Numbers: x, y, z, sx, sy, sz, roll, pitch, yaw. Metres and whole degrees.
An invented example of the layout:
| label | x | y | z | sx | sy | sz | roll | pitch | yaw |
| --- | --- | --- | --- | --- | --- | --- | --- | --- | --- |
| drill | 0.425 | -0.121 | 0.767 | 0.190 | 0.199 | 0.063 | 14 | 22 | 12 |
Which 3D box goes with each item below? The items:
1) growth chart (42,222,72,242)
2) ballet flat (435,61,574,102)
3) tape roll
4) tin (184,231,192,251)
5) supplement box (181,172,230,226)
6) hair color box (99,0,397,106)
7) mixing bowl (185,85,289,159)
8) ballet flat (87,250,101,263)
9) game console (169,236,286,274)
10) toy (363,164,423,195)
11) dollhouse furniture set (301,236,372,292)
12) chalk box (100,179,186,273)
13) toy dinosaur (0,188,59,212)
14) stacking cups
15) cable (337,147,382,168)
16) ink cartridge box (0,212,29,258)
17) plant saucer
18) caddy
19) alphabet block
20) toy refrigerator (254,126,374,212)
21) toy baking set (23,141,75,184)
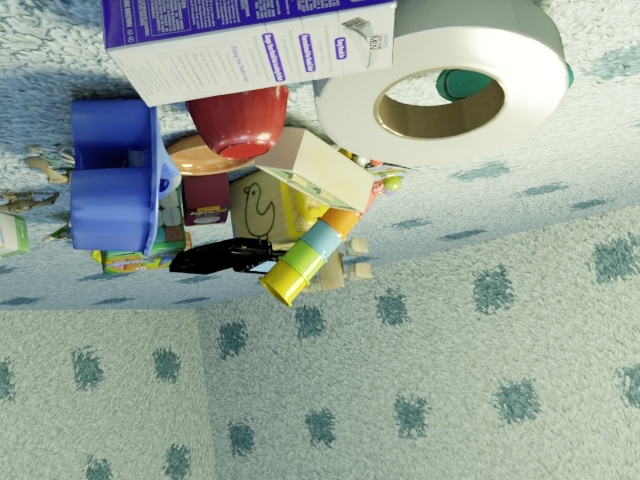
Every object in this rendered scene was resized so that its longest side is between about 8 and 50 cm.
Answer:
| label | x | y | z | sx | sy | sz | roll | pitch | yaw |
| --- | --- | --- | --- | --- | --- | --- | --- | --- | --- |
| growth chart | -0.552 | -0.030 | 1.988 | 0.237 | 0.021 | 0.172 | -5 | -164 | 2 |
| ballet flat | 0.314 | -0.284 | 1.381 | 0.247 | 0.083 | 0.087 | -7 | -166 | -12 |
| tape roll | 0.182 | -0.238 | 1.235 | 0.392 | 0.072 | 0.392 | -2 | 157 | -1 |
| tin | -0.447 | 0.008 | 2.429 | 0.106 | 0.040 | 0.189 | -2 | 169 | -12 |
| supplement box | -0.272 | -0.094 | 1.874 | 0.104 | 0.080 | 0.188 | -6 | 169 | -12 |
| hair color box | -0.081 | -0.270 | 0.988 | 0.339 | 0.110 | 0.185 | -7 | 169 | 2 |
| mixing bowl | -0.136 | -0.199 | 1.363 | 0.181 | 0.098 | 0.181 | -9 | 170 | -2 |
| ballet flat | -0.617 | 0.004 | 2.196 | 0.077 | 0.077 | 0.231 | 17 | 159 | -16 |
| game console | -0.152 | 0.046 | 1.809 | 0.213 | 0.044 | 0.361 | -16 | 165 | 39 |
| toy | 0.157 | -0.147 | 2.026 | 0.137 | 0.056 | 0.237 | -13 | 169 | 31 |
| dollhouse furniture set | 0.006 | 0.022 | 2.303 | 0.212 | 0.242 | 0.161 | -15 | 168 | 31 |
| chalk box | -0.406 | -0.043 | 1.774 | 0.179 | 0.180 | 0.289 | -6 | 168 | -17 |
| toy dinosaur | -0.663 | -0.075 | 1.725 | 0.183 | 0.053 | 0.092 | -7 | 171 | -12 |
| stacking cups | 0.000 | 0.000 | 1.749 | 0.316 | 0.096 | 0.096 | -48 | 179 | -15 |
| cable | 0.095 | -0.199 | 1.609 | 0.139 | 0.072 | 0.287 | -1 | 172 | 0 |
| ink cartridge box | -0.809 | -0.011 | 1.843 | 0.154 | 0.093 | 0.212 | -12 | 171 | 14 |
| plant saucer | -0.224 | -0.176 | 1.588 | 0.200 | 0.037 | 0.200 | -9 | 171 | -1 |
| caddy | -0.325 | -0.105 | 1.332 | 0.179 | 0.241 | 0.341 | 1 | 168 | -16 |
| alphabet block | -0.082 | -0.067 | 1.887 | 0.193 | 0.192 | 0.197 | -1 | 167 | -45 |
| toy refrigerator | -0.008 | -0.136 | 1.604 | 0.102 | 0.094 | 0.269 | 12 | 171 | 36 |
| toy baking set | -0.455 | -0.153 | 1.554 | 0.256 | 0.030 | 0.197 | -6 | 166 | -29 |
